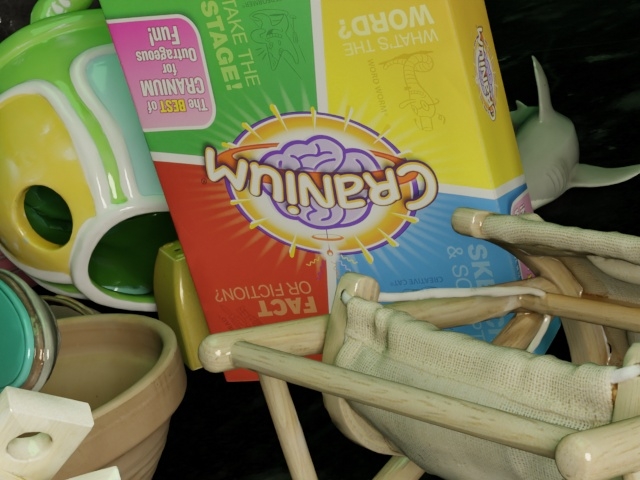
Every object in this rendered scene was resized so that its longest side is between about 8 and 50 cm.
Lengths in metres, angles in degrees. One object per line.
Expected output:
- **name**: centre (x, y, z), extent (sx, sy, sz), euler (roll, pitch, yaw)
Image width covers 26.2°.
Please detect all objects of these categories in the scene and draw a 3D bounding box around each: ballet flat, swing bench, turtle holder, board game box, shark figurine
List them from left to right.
- **ballet flat**: centre (-0.190, 0.051, 0.798), extent (0.068, 0.072, 0.213), euler (13, -3, -41)
- **turtle holder**: centre (-0.186, -0.071, 1.137), extent (0.243, 0.320, 0.227), euler (-41, 46, 15)
- **board game box**: centre (0.006, -0.062, 0.909), extent (0.242, 0.316, 0.064), euler (-6, 22, 28)
- **shark figurine**: centre (0.181, -0.111, 1.223), extent (0.166, 0.116, 0.278), euler (-14, 21, 2)
- **swing bench**: centre (0.129, 0.082, 0.640), extent (0.255, 0.165, 0.253), euler (-28, 22, -32)

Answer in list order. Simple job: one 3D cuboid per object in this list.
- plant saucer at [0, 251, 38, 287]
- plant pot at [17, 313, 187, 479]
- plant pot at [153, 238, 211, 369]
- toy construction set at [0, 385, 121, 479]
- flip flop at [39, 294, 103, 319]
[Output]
- **plant saucer**: centre (-0.333, -0.016, 1.416), extent (0.332, 0.084, 0.332), euler (-15, 18, 5)
- **plant pot**: centre (-0.186, 0.137, 0.814), extent (0.237, 0.109, 0.237), euler (-13, 16, 4)
- **plant pot**: centre (-0.086, 0.038, 1.060), extent (0.081, 0.083, 0.081), euler (-23, 20, -17)
- **toy construction set**: centre (-0.143, 0.202, 0.419), extent (0.151, 0.215, 0.327), euler (12, 39, -15)
- **flip flop**: centre (-0.200, 0.085, 1.025), extent (0.112, 0.080, 0.277), euler (-20, 19, -12)
